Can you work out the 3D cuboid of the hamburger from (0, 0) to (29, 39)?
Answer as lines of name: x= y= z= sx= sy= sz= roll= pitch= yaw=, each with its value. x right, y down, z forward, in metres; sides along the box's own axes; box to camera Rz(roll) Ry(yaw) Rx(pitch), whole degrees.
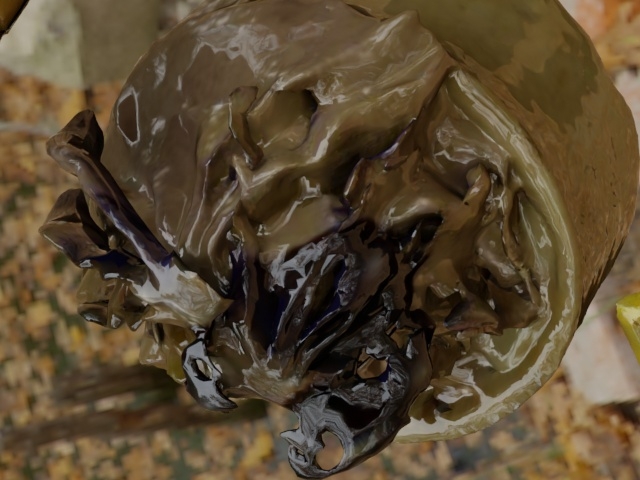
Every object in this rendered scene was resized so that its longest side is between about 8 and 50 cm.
hamburger: x=-0.243 y=-0.142 z=0.926 sx=0.244 sy=0.244 sz=0.163 roll=-8 pitch=134 yaw=49

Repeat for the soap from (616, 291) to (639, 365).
soap: x=0.447 y=0.181 z=1.826 sx=0.204 sy=0.096 sz=0.324 roll=26 pitch=150 yaw=58

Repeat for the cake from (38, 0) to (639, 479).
cake: x=-0.002 y=0.006 z=1.048 sx=0.332 sy=0.321 sz=0.332 roll=17 pitch=129 yaw=22
